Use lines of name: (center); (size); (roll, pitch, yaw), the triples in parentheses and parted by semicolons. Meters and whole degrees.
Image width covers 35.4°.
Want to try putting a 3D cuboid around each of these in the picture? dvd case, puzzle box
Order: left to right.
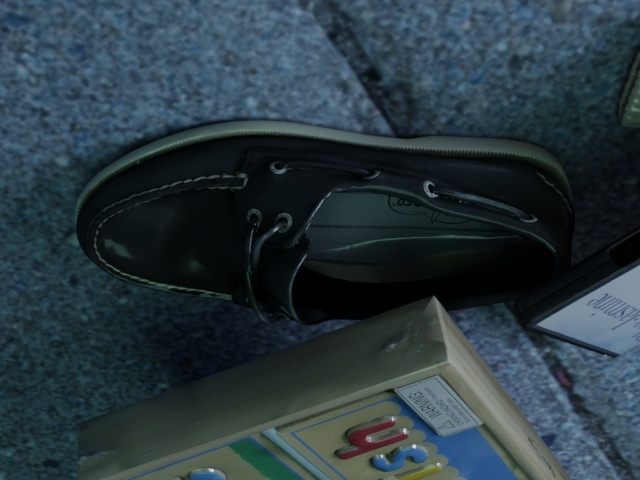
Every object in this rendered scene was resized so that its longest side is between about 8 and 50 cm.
puzzle box: (0.040, 0.202, 0.783); (0.272, 0.052, 0.409); (-22, 140, 17)
dvd case: (0.262, -0.001, 0.632); (0.253, 0.022, 0.180); (-34, 152, 23)

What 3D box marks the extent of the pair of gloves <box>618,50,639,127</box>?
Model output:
pair of gloves: (0.317, -0.131, 0.593); (0.204, 0.042, 0.240); (16, 129, -13)

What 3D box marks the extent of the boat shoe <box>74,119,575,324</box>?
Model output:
boat shoe: (0.001, 0.003, 0.657); (0.340, 0.113, 0.127); (2, 126, -1)
